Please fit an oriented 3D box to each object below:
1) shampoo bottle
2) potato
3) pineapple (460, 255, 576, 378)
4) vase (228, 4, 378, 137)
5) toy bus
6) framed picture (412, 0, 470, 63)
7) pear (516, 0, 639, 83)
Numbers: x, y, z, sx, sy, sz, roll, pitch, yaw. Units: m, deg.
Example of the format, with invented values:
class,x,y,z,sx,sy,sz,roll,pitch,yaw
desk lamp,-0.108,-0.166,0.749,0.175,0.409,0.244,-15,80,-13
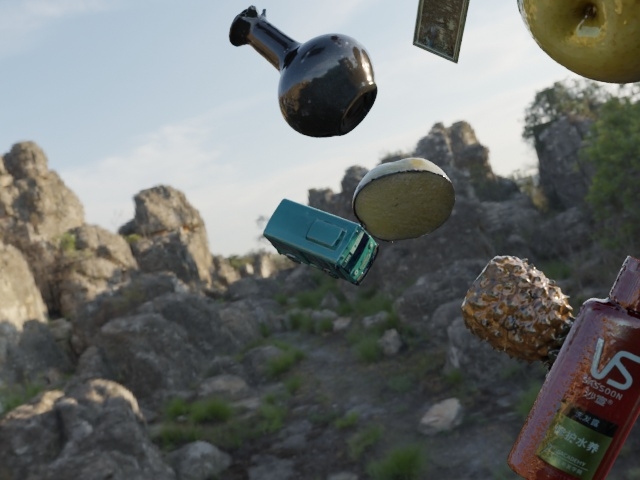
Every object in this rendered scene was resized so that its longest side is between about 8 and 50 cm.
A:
class,x,y,z,sx,sy,sz,roll,pitch,yaw
shampoo bottle,0.353,0.176,0.917,0.118,0.314,0.076,26,10,18
potato,0.154,-0.101,1.430,0.202,0.117,0.182,-7,-43,-5
pineapple,0.398,0.165,1.204,0.340,0.169,0.169,35,32,31
vase,-0.025,-0.198,0.815,0.120,0.183,0.120,-43,-16,-16
toy bus,0.000,0.000,1.104,0.160,0.079,0.092,22,-16,32
framed picture,0.285,-0.529,1.742,0.142,0.183,0.011,34,49,29
pear,0.485,-0.426,1.164,0.348,0.348,0.348,-15,0,0
